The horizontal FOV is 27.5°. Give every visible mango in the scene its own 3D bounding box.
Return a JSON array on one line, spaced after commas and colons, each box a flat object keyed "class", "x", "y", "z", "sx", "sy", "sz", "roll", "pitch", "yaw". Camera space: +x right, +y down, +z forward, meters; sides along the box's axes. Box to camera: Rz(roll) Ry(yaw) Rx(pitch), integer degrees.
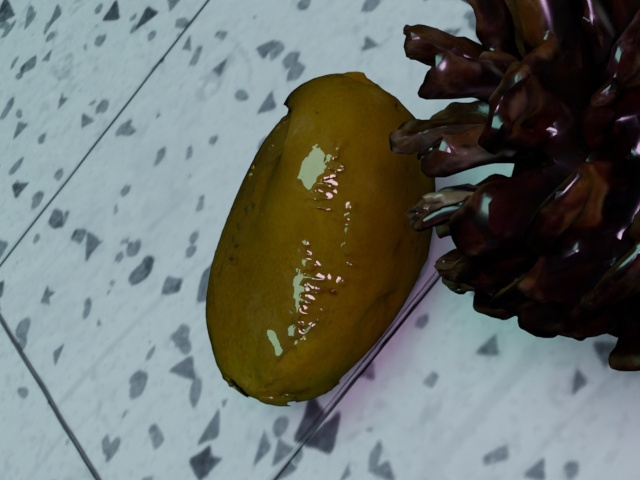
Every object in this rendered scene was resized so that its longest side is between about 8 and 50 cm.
[{"class": "mango", "x": 0.000, "y": 0.000, "z": 0.938, "sx": 0.151, "sy": 0.156, "sz": 0.248, "roll": 20, "pitch": 76, "yaw": 12}]

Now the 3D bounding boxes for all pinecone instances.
[{"class": "pinecone", "x": 0.184, "y": -0.063, "z": 0.717, "sx": 0.298, "sy": 0.296, "sz": 0.242, "roll": -71, "pitch": -8, "yaw": -57}]
